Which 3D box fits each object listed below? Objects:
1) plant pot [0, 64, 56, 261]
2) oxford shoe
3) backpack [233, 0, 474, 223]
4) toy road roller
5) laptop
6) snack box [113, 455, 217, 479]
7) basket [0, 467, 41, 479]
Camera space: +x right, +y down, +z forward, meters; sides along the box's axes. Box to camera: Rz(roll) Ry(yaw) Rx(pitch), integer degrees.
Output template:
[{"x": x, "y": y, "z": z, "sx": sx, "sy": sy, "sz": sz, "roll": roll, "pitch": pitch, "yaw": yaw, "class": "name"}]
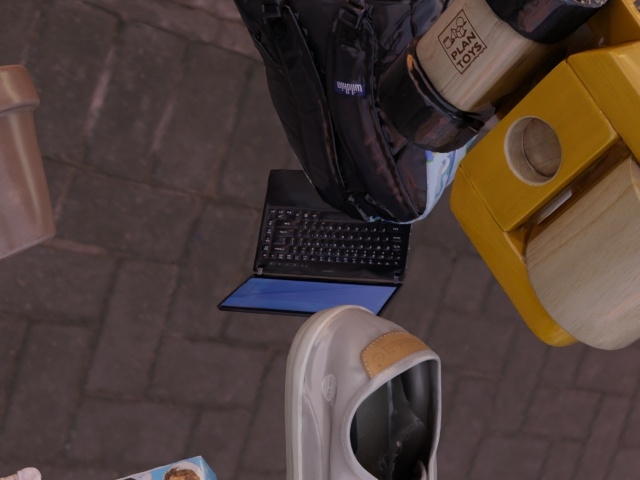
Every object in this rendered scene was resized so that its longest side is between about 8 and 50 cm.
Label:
[{"x": -0.466, "y": -0.079, "z": 1.590, "sx": 0.263, "sy": 0.263, "sz": 0.229, "roll": -26, "pitch": 94, "yaw": -26, "class": "plant pot"}, {"x": 0.055, "y": 0.284, "z": 1.140, "sx": 0.169, "sy": 0.130, "sz": 0.449, "roll": -17, "pitch": 109, "yaw": -44, "class": "oxford shoe"}, {"x": 0.072, "y": -0.188, "z": 1.553, "sx": 0.273, "sy": 0.290, "sz": 0.356, "roll": -41, "pitch": 130, "yaw": -48, "class": "backpack"}, {"x": 0.231, "y": -0.100, "z": 0.963, "sx": 0.240, "sy": 0.330, "sz": 0.202, "roll": -16, "pitch": 159, "yaw": -39, "class": "toy road roller"}, {"x": 0.000, "y": 0.000, "z": 1.709, "sx": 0.136, "sy": 0.234, "sz": 0.264, "roll": 55, "pitch": 42, "yaw": -65, "class": "laptop"}, {"x": -0.180, "y": 0.397, "z": 1.227, "sx": 0.187, "sy": 0.322, "sz": 0.060, "roll": -17, "pitch": 144, "yaw": 5, "class": "snack box"}, {"x": -0.515, "y": 0.590, "z": 1.828, "sx": 0.266, "sy": 0.328, "sz": 0.331, "roll": -11, "pitch": 132, "yaw": -14, "class": "basket"}]
